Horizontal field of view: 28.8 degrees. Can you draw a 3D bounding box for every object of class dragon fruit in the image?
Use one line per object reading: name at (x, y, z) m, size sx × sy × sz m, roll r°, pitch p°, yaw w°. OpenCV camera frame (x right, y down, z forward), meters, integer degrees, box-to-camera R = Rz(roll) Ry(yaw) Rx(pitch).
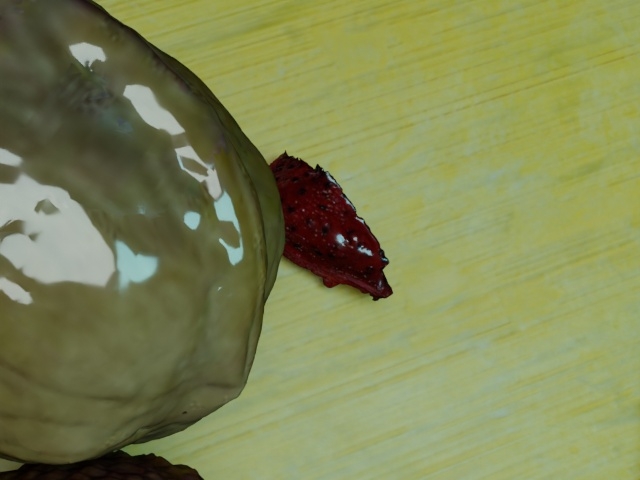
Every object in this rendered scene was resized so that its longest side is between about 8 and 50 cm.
dragon fruit at (-0.003, 0.001, 0.985) m, size 0.063 × 0.097 × 0.131 m, roll -38°, pitch 109°, yaw -12°

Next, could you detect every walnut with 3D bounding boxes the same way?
walnut at (-0.183, -0.009, 0.825) m, size 0.344 × 0.306 × 0.306 m, roll 39°, pitch 75°, yaw 12°

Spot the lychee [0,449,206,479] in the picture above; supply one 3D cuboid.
lychee at (-0.150, 0.262, 0.811) m, size 0.260 × 0.260 × 0.261 m, roll 2°, pitch 80°, yaw -11°
